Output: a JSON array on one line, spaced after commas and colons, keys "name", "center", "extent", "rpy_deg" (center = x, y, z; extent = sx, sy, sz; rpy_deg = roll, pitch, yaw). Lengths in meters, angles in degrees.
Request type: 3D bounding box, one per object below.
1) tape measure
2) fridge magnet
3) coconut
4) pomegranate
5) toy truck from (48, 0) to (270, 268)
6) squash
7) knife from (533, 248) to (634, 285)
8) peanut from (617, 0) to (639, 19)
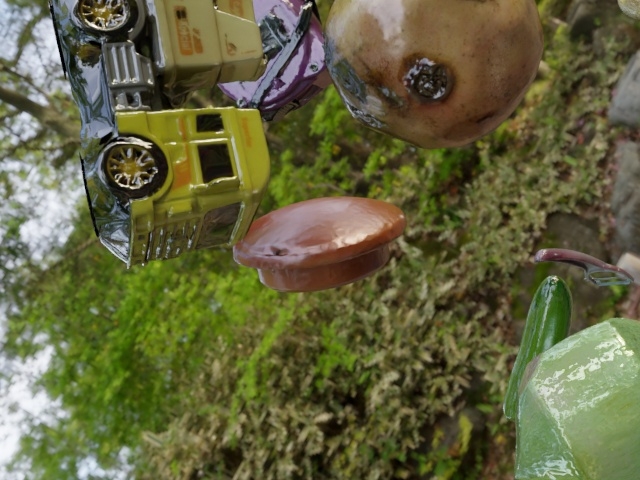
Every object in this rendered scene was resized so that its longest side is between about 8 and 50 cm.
[{"name": "tape measure", "center": [-0.087, -0.357, 1.614], "extent": [0.245, 0.232, 0.149], "rpy_deg": [-40, -8, 15]}, {"name": "fridge magnet", "center": [0.000, 0.000, 1.768], "extent": [0.363, 0.363, 0.155], "rpy_deg": [-45, -53, -65]}, {"name": "coconut", "center": [0.447, 0.295, 1.393], "extent": [0.328, 0.281, 0.329], "rpy_deg": [-15, -46, -16]}, {"name": "pomegranate", "center": [0.164, -0.288, 1.275], "extent": [0.322, 0.322, 0.322], "rpy_deg": [-60, -8, -15]}, {"name": "toy truck", "center": [-0.179, -0.182, 1.030], "extent": [0.181, 0.253, 0.406], "rpy_deg": [118, 142, -65]}, {"name": "squash", "center": [0.401, 0.203, 1.574], "extent": [0.082, 0.082, 0.293], "rpy_deg": [-40, -37, -70]}, {"name": "knife", "center": [0.567, 0.054, 1.927], "extent": [0.123, 0.277, 0.053], "rpy_deg": [-17, 64, 51]}, {"name": "peanut", "center": [0.729, -0.490, 1.831], "extent": [0.087, 0.206, 0.087], "rpy_deg": [-41, -30, -30]}]
